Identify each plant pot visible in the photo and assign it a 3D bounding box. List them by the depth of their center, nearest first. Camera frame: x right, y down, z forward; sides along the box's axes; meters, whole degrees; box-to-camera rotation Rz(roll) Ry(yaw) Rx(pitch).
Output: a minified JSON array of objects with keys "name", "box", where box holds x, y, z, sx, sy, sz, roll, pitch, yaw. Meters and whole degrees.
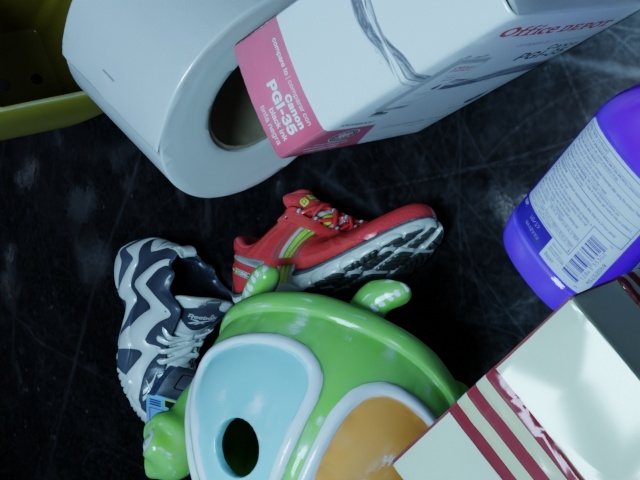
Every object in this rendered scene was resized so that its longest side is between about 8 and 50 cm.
[{"name":"plant pot","box":[-0.354,-0.225,1.538,0.187,0.212,0.212,-38,73,54]}]

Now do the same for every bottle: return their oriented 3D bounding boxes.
[{"name":"bottle","box":[0.265,-0.062,1.048,0.118,0.092,0.283,56,131,27]}]

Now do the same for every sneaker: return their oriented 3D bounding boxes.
[{"name":"sneaker","box":[0.000,0.000,1.315,0.279,0.107,0.118,-21,72,41]},{"name":"sneaker","box":[-0.160,0.110,1.491,0.153,0.094,0.235,-8,83,53]}]

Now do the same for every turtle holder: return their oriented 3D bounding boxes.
[{"name":"turtle holder","box":[-0.036,0.168,1.229,0.320,0.227,0.243,16,148,20]}]

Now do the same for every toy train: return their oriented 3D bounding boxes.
[{"name":"toy train","box":[-0.108,0.210,1.440,0.184,0.080,0.105,14,125,16]}]

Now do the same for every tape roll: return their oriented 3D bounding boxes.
[{"name":"tape roll","box":[-0.104,-0.188,1.270,0.169,0.246,0.246,45,127,28]}]

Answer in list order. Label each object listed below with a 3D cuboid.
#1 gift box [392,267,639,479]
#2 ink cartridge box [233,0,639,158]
[{"name":"gift box","box":[0.254,0.177,0.988,0.258,0.255,0.276,53,128,16]},{"name":"ink cartridge box","box":[0.098,-0.185,1.100,0.283,0.207,0.117,-27,82,44]}]
